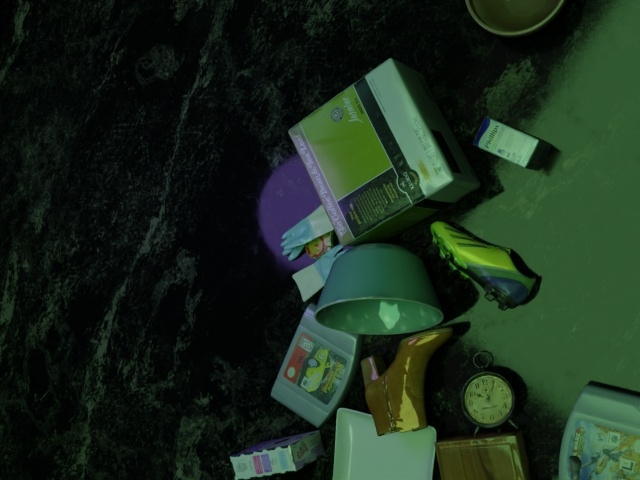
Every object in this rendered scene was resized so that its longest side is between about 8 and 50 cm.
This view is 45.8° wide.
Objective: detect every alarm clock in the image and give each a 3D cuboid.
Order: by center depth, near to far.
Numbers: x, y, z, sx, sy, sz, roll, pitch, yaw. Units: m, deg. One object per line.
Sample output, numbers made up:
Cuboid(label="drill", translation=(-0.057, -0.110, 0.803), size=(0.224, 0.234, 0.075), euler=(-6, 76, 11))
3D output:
Cuboid(label="alarm clock", translation=(0.398, 0.359, 1.794), size=(0.129, 0.064, 0.192), euler=(-16, 70, 22))

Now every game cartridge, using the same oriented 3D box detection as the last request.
Cuboid(label="game cartridge", translation=(0.636, 0.479, 1.677), size=(0.198, 0.062, 0.297), euler=(10, 95, 24))
Cuboid(label="game cartridge", translation=(-0.002, 0.340, 2.025), size=(0.196, 0.060, 0.294), euler=(27, 103, 22))

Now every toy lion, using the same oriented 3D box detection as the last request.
Cuboid(label="toy lion", translation=(0.000, 0.000, 2.035), size=(0.096, 0.034, 0.100), euler=(3, 92, 36))

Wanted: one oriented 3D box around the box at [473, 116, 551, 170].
Cuboid(label="box", translation=(0.441, -0.221, 1.736), size=(0.137, 0.126, 0.072), euler=(31, 106, 26))

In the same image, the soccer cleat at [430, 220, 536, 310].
Cuboid(label="soccer cleat", translation=(0.385, 0.043, 1.807), size=(0.121, 0.093, 0.289), euler=(-41, 64, -9))

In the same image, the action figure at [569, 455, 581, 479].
Cuboid(label="action figure", translation=(0.507, 0.629, 1.614), size=(0.341, 0.178, 0.330), euler=(23, 110, 3))

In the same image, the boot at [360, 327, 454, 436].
Cuboid(label="boot", translation=(0.233, 0.351, 1.850), size=(0.295, 0.104, 0.211), euler=(-32, 65, 33))

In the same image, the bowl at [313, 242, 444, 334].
Cuboid(label="bowl", translation=(0.140, 0.113, 1.834), size=(0.311, 0.311, 0.163), euler=(-12, 64, 28))

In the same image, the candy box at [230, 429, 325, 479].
Cuboid(label="candy box", translation=(-0.113, 0.574, 2.021), size=(0.196, 0.165, 0.070), euler=(-19, 82, 28))

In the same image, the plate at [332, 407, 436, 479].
Cuboid(label="plate", translation=(0.163, 0.585, 1.939), size=(0.278, 0.045, 0.277), euler=(5, 91, 29))

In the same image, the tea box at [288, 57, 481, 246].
Cuboid(label="tea box", translation=(0.153, -0.199, 1.840), size=(0.323, 0.220, 0.329), euler=(-30, 76, 25))

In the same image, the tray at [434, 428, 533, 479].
Cuboid(label="tray", translation=(0.412, 0.668, 1.788), size=(0.202, 0.076, 0.411), euler=(-14, 83, 28))

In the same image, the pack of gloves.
Cuboid(label="pack of gloves", translation=(-0.024, 0.031, 2.007), size=(0.232, 0.046, 0.195), euler=(-37, 69, 39))

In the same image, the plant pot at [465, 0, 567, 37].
Cuboid(label="plant pot", translation=(0.459, -0.577, 1.733), size=(0.237, 0.109, 0.238), euler=(1, 91, 28))
